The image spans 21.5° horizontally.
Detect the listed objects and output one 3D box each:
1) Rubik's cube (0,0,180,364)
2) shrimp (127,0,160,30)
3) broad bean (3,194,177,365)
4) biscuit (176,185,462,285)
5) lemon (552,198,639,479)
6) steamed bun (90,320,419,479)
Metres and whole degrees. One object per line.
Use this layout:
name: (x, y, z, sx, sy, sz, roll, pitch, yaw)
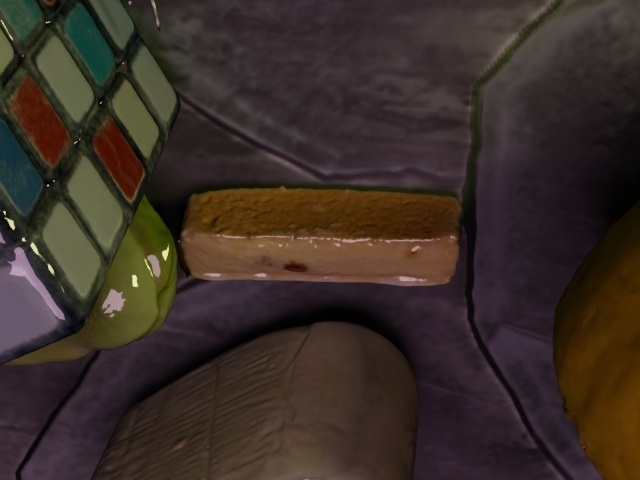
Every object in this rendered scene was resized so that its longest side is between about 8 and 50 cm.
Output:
Rubik's cube: (-0.286, -0.078, 0.943, 0.292, 0.293, 0.287, -24, 113, 17)
shrimp: (-0.107, -0.272, 0.915, 0.145, 0.116, 0.343, -6, 124, 11)
broad bean: (-0.175, 0.021, 1.116, 0.174, 0.082, 0.124, -2, 89, 18)
biscuit: (0.000, 0.000, 1.119, 0.188, 0.052, 0.056, 1, 135, 6)
lemon: (0.341, 0.068, 0.966, 0.364, 0.364, 0.364, 2, 123, 4)
steamed bun: (-0.043, 0.182, 1.151, 0.250, 0.200, 0.155, -27, 117, 24)
